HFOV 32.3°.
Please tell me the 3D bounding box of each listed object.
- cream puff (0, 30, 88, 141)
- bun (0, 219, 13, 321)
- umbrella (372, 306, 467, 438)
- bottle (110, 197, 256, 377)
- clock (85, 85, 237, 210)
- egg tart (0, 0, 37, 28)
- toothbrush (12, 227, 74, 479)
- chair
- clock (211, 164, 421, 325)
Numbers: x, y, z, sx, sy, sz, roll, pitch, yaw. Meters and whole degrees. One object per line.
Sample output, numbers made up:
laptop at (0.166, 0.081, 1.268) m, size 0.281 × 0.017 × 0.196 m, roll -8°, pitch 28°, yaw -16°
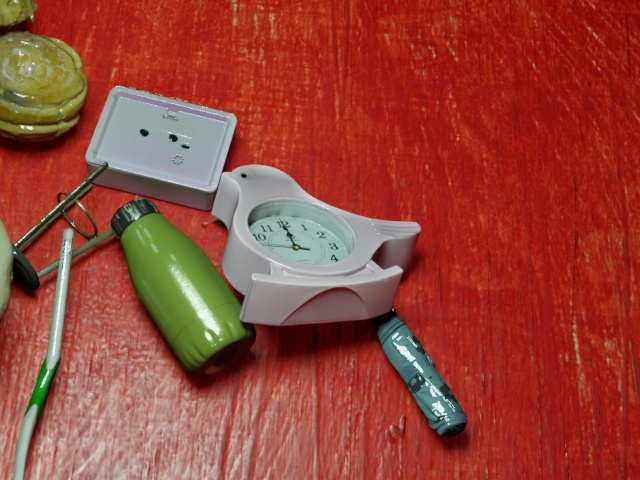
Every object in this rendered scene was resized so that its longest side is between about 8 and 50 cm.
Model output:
cream puff at (-0.441, -0.218, 1.630) m, size 0.189 × 0.129 × 0.189 m, roll 10°, pitch 50°, yaw -12°
bun at (-0.498, 0.061, 1.414) m, size 0.287 × 0.146 × 0.287 m, roll -13°, pitch 65°, yaw 30°
umbrella at (0.123, 0.166, 1.533) m, size 0.053 × 0.052 × 0.250 m, roll -28°, pitch 61°, yaw -9°
bottle at (-0.197, 0.057, 1.514) m, size 0.112 × 0.112 × 0.260 m, roll -28°, pitch 69°, yaw -22°
clock at (-0.236, -0.139, 1.652) m, size 0.197 × 0.063 × 0.150 m, roll 13°, pitch 59°, yaw -1°
egg tart at (-0.596, -0.384, 1.637) m, size 0.345 × 0.132 × 0.345 m, roll 27°, pitch 20°, yaw -11°
toothbrush at (-0.360, 0.180, 1.428) m, size 0.040 × 0.042 × 0.418 m, roll 7°, pitch 70°, yaw -11°
chair at (-0.367, -0.008, 1.545) m, size 0.221 × 0.104 × 0.095 m, roll -39°, pitch 89°, yaw -28°
clock at (0.000, 0.000, 1.559) m, size 0.290 × 0.080 × 0.275 m, roll 1°, pitch 38°, yaw -23°
